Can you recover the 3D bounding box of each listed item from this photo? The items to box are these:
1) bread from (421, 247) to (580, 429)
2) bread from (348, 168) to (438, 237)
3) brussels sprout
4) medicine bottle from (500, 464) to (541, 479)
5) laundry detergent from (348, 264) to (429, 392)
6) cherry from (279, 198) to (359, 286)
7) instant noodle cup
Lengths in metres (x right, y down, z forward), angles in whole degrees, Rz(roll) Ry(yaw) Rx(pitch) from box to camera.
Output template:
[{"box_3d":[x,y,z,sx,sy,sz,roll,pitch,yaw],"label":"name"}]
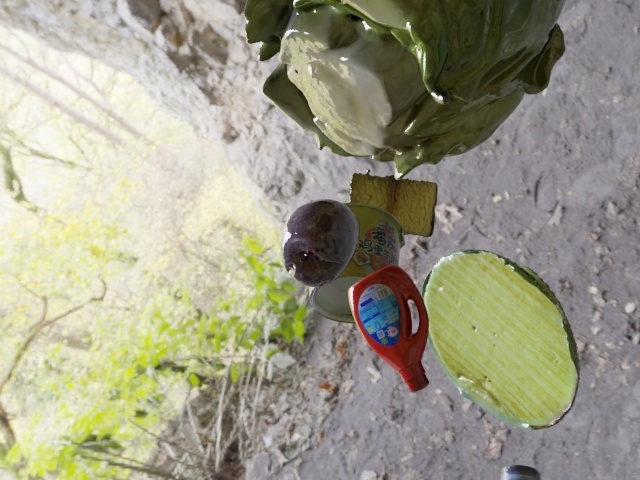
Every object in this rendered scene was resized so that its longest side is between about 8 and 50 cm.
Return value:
[{"box_3d":[0.267,0.143,0.957,0.301,0.045,0.302,36,138,41],"label":"bread"},{"box_3d":[0.211,-0.095,1.861,0.265,0.142,0.178,7,76,3],"label":"bread"},{"box_3d":[0.130,-0.308,0.846,0.361,0.343,0.425,-45,37,-21],"label":"brussels sprout"},{"box_3d":[0.402,0.560,1.250,0.083,0.083,0.203,-25,42,37],"label":"medicine bottle"},{"box_3d":[0.106,0.121,0.846,0.097,0.049,0.165,-31,71,16],"label":"laundry detergent"},{"box_3d":[0.001,-0.004,1.186,0.139,0.176,0.176,21,88,16],"label":"cherry"},{"box_3d":[0.076,0.065,1.526,0.264,0.264,0.200,-30,40,34],"label":"instant noodle cup"}]
